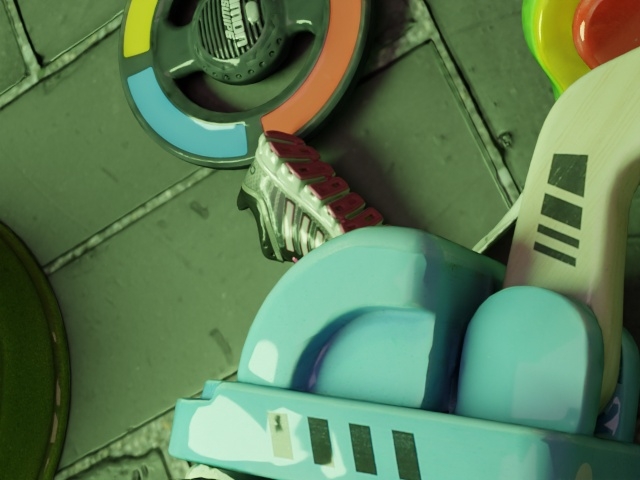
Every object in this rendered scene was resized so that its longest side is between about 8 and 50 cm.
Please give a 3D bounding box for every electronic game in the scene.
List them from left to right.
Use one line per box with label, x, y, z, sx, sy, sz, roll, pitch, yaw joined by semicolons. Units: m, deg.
electronic game;-0.062;-0.168;1.025;0.229;0.048;0.229;-6;77;26

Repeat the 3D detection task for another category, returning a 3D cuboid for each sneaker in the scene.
sneaker;0.000;0.000;0.957;0.170;0.063;0.075;48;124;13

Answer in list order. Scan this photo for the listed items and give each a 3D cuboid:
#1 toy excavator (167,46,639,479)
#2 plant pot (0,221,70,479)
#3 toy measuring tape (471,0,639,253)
toy excavator;0.116;0.048;0.773;0.433;0.222;0.445;3;82;33
plant pot;-0.448;0.112;0.992;0.366;0.353;0.366;-5;78;26
toy measuring tape;0.149;-0.105;0.868;0.330;0.121;0.121;-46;64;15
